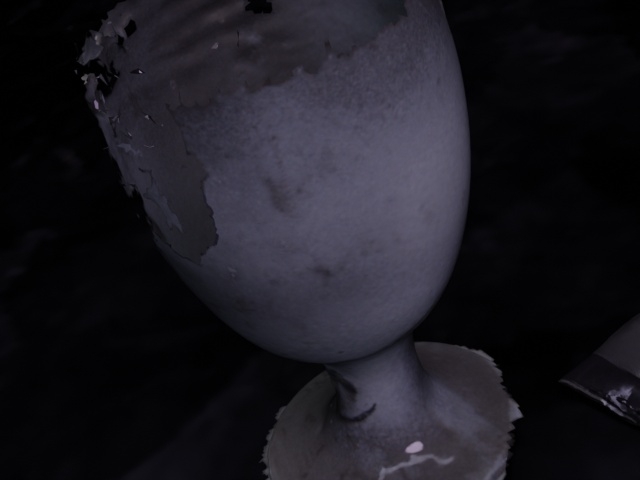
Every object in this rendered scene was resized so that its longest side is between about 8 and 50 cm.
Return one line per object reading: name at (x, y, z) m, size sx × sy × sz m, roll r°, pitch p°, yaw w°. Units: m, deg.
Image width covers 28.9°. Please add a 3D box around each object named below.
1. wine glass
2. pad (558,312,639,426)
wine glass at (0.005, -0.001, 0.687) m, size 0.191 × 0.357 × 0.190 m, roll -13°, pitch 38°, yaw 10°
pad at (0.281, 0.081, 0.736) m, size 0.174 × 0.022 × 0.233 m, roll -37°, pitch 37°, yaw -22°
